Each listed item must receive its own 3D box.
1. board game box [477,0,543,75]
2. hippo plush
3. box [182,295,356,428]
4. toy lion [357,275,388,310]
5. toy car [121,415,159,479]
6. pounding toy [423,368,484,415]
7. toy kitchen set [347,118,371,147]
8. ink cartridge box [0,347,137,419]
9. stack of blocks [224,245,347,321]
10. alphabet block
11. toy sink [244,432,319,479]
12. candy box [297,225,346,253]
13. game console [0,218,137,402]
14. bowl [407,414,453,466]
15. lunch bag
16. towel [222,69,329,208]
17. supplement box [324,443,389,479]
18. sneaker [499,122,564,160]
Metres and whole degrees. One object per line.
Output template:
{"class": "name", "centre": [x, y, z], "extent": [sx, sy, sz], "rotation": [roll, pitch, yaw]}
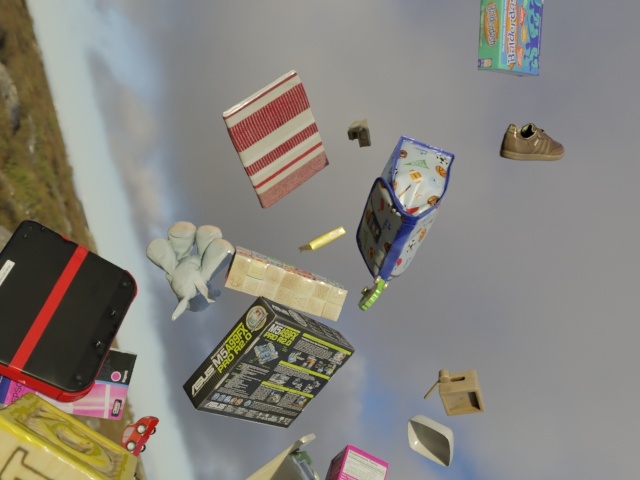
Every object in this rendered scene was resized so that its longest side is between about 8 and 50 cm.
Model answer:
{"class": "board game box", "centre": [0.377, -0.410, 1.253], "extent": [0.047, 0.210, 0.160], "rotation": [8, -76, 38]}
{"class": "hippo plush", "centre": [-0.351, 0.104, 1.872], "extent": [0.294, 0.235, 0.236], "rotation": [60, -11, 26]}
{"class": "box", "centre": [-0.084, 0.233, 1.166], "extent": [0.060, 0.216, 0.270], "rotation": [45, 8, 39]}
{"class": "toy lion", "centre": [0.120, 0.137, 1.548], "extent": [0.034, 0.096, 0.100], "rotation": [39, -39, -3]}
{"class": "toy car", "centre": [-0.452, 0.496, 1.352], "extent": [0.053, 0.225, 0.238], "rotation": [27, -69, 17]}
{"class": "pounding toy", "centre": [0.435, 0.484, 2.127], "extent": [0.094, 0.181, 0.206], "rotation": [-80, 153, -51]}
{"class": "toy kitchen set", "centre": [0.102, -0.308, 1.888], "extent": [0.068, 0.075, 0.083], "rotation": [-1, -63, 25]}
{"class": "ink cartridge box", "centre": [-0.663, 0.333, 1.592], "extent": [0.069, 0.371, 0.175], "rotation": [-7, -112, 60]}
{"class": "stack of blocks", "centre": [-0.094, 0.110, 1.658], "extent": [0.171, 0.297, 0.087], "rotation": [-139, -112, -81]}
{"class": "alphabet block", "centre": [-0.380, 0.341, 0.829], "extent": [0.193, 0.197, 0.192], "rotation": [36, -10, -9]}
{"class": "toy sink", "centre": [-0.087, 0.665, 1.779], "extent": [0.131, 0.234, 0.153], "rotation": [53, 0, 16]}
{"class": "candy box", "centre": [0.000, 0.000, 1.807], "extent": [0.027, 0.105, 0.206], "rotation": [61, -12, -2]}
{"class": "game console", "centre": [-0.655, 0.169, 1.559], "extent": [0.060, 0.342, 0.386], "rotation": [-40, -153, 43]}
{"class": "bowl", "centre": [0.323, 0.565, 1.831], "extent": [0.142, 0.053, 0.142], "rotation": [18, -48, 34]}
{"class": "lunch bag", "centre": [0.263, -0.096, 2.081], "extent": [0.327, 0.239, 0.385], "rotation": [108, 0, -46]}
{"class": "towel", "centre": [-0.114, -0.265, 1.701], "extent": [0.037, 0.237, 0.328], "rotation": [39, -21, 41]}
{"class": "supplement box", "centre": [0.060, 0.585, 1.409], "extent": [0.111, 0.114, 0.220], "rotation": [-60, -177, 44]}
{"class": "sneaker", "centre": [0.442, -0.202, 1.300], "extent": [0.066, 0.189, 0.071], "rotation": [27, -63, 46]}
